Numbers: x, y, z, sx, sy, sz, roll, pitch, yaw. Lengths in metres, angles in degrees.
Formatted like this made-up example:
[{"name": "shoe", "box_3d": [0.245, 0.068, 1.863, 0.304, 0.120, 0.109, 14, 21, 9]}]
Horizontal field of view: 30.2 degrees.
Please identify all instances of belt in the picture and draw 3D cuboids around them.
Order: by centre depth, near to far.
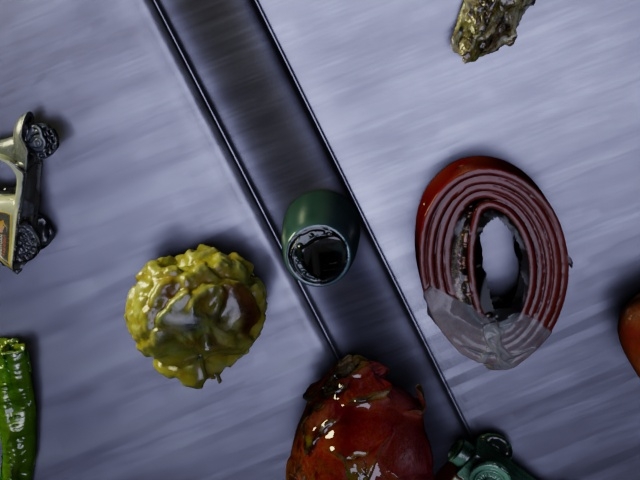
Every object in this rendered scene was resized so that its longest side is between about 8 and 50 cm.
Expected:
[{"name": "belt", "box_3d": [0.261, 0.037, 1.795, 0.227, 0.115, 0.324, -10, 105, 6]}]

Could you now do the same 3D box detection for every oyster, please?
[{"name": "oyster", "box_3d": [0.253, -0.330, 1.733, 0.108, 0.053, 0.166, 19, 98, -13]}]

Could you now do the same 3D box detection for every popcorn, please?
[{"name": "popcorn", "box_3d": [-0.188, 0.111, 1.804, 0.218, 0.169, 0.189, -10, 112, -14]}]

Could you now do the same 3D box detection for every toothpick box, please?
[{"name": "toothpick box", "box_3d": [0.000, 0.000, 1.759, 0.120, 0.184, 0.120, 0, 105, 1]}]

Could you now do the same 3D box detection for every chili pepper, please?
[{"name": "chili pepper", "box_3d": [-0.492, 0.334, 1.924, 0.085, 0.076, 0.359, 5, 103, 29]}]

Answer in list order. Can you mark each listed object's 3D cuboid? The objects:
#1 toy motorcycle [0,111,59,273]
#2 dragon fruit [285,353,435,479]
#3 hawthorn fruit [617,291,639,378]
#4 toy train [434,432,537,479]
[{"name": "toy motorcycle", "box_3d": [-0.481, -0.073, 1.808, 0.157, 0.091, 0.263, 11, 107, 4]}, {"name": "dragon fruit", "box_3d": [0.064, 0.344, 1.821, 0.250, 0.250, 0.315, 0, 64, 2]}, {"name": "hawthorn fruit", "box_3d": [0.544, 0.160, 1.788, 0.179, 0.179, 0.200, -14, 107, 6]}, {"name": "toy train", "box_3d": [0.302, 0.437, 1.909, 0.285, 0.116, 0.177, 36, 115, -8]}]
